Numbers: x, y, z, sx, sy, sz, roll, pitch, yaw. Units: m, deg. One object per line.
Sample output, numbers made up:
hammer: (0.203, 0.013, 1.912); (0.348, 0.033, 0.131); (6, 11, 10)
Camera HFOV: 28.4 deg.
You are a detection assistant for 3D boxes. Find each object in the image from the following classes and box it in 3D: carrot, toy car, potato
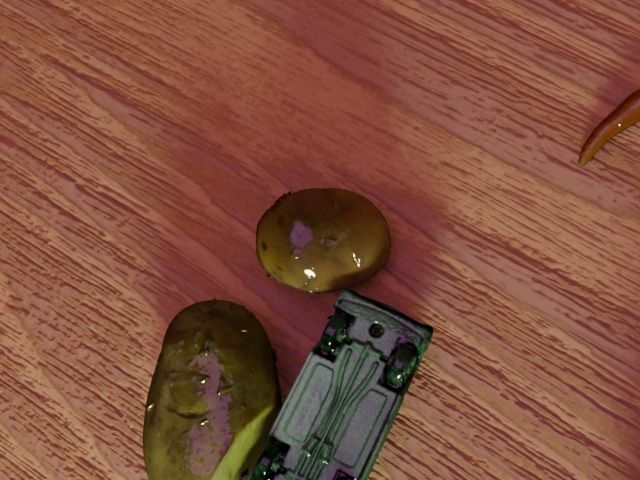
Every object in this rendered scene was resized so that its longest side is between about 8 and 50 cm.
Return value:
carrot: (0.377, -0.148, 1.601); (0.142, 0.035, 0.035); (-42, 68, 11)
toy car: (0.016, 0.226, 1.575); (0.141, 0.097, 0.321); (25, 84, 15)
potato: (-0.138, 0.223, 1.609); (0.176, 0.141, 0.298); (2, 83, 31)
potato: (0.000, 0.000, 1.629); (0.175, 0.137, 0.137); (-10, 73, 12)
